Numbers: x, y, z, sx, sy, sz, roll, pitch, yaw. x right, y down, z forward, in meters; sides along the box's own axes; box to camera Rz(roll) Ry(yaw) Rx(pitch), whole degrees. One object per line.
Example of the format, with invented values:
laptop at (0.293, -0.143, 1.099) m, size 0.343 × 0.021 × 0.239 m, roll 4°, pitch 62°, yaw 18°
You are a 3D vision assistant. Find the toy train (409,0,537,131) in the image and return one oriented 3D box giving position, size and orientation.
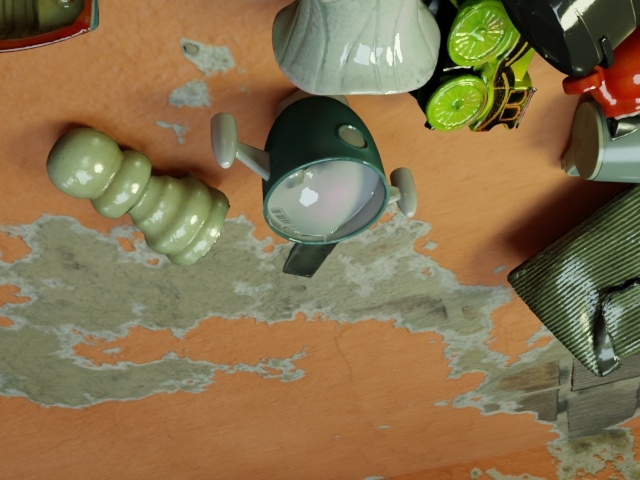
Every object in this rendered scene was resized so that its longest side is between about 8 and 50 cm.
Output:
toy train at (0.199, -0.256, 0.714) m, size 0.160 × 0.100 × 0.296 m, roll -7°, pitch 142°, yaw -12°

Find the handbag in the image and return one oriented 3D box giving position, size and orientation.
handbag at (0.534, 0.066, 1.054) m, size 0.247 × 0.240 × 0.341 m, roll -10°, pitch 151°, yaw -45°

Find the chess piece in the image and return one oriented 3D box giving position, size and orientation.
chess piece at (-0.265, -0.072, 0.866) m, size 0.133 × 0.133 × 0.243 m, roll -34°, pitch 129°, yaw 31°

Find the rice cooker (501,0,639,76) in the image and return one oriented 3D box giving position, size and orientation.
rice cooker at (0.244, -0.233, 0.590) m, size 0.165 × 0.112 × 0.106 m, roll 16°, pitch 122°, yaw -47°

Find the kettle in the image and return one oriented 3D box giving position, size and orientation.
kettle at (0.501, -0.148, 0.897) m, size 0.243 × 0.160 × 0.210 m, roll -4°, pitch 172°, yaw 6°

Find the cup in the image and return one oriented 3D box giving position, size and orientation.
cup at (-0.001, -0.111, 0.805) m, size 0.299 × 0.173 × 0.167 m, roll 14°, pitch 139°, yaw -25°

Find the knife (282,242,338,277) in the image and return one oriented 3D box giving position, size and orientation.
knife at (0.000, 0.000, 1.081) m, size 0.072 × 0.019 × 0.245 m, roll 12°, pitch 141°, yaw -22°

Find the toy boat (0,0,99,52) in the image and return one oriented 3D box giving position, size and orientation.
toy boat at (-0.428, -0.244, 0.612) m, size 0.392 × 0.136 × 0.079 m, roll -3°, pitch 174°, yaw -7°

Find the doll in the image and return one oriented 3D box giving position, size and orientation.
doll at (0.447, -0.234, 0.711) m, size 0.363 × 0.182 × 0.160 m, roll -21°, pitch 107°, yaw -9°

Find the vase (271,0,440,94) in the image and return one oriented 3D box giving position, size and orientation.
vase at (0.039, -0.320, 0.487) m, size 0.250 × 0.250 × 0.445 m, roll -5°, pitch 149°, yaw -3°
